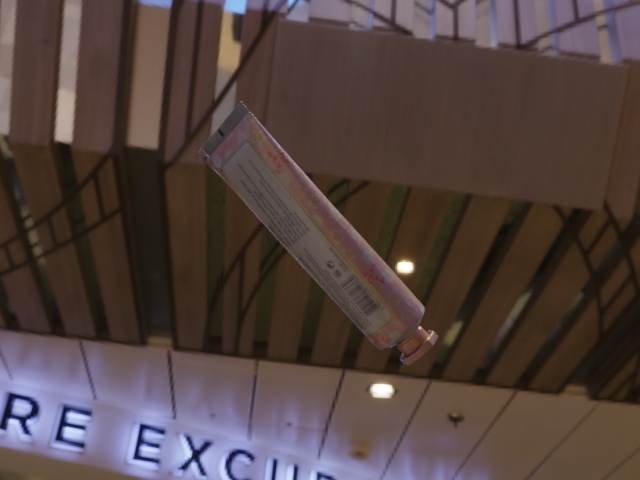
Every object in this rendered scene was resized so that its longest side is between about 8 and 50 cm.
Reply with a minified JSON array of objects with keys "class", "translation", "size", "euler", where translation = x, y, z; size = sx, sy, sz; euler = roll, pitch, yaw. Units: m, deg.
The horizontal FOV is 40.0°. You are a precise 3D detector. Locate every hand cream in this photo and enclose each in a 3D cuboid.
[{"class":"hand cream","translation":[0.000,0.000,0.606],"size":[0.209,0.043,0.067],"euler":[48,-42,-3]}]
